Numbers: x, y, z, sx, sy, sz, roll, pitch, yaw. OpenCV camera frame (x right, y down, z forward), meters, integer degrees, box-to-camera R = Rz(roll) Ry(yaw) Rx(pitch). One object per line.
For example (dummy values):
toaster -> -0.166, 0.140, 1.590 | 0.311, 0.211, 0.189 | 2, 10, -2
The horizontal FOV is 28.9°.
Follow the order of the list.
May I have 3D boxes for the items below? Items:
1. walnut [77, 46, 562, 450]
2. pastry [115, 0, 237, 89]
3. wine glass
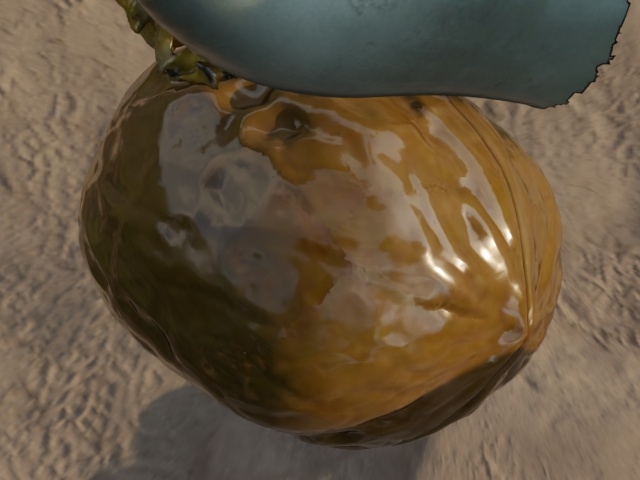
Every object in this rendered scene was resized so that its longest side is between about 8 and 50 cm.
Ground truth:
walnut -> 0.000, 0.000, 0.989 | 0.398, 0.354, 0.308 | 28, 116, 41
pastry -> -0.035, -0.184, 0.738 | 0.250, 0.102, 0.154 | -37, 74, 34
wine glass -> -0.010, -0.088, 0.356 | 0.202, 0.093, 0.093 | 7, 95, -26
